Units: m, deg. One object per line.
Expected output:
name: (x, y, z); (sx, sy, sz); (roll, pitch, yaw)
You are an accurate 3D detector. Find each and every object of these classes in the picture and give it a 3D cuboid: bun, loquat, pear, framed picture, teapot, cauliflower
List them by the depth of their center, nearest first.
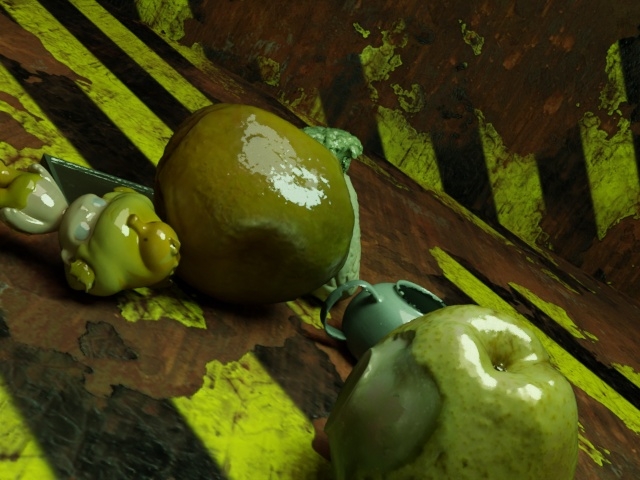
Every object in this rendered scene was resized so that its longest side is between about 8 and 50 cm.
pear: (0.139, 0.201, 0.798); (0.271, 0.271, 0.271); (28, 17, -9)
loquat: (-0.092, -0.052, 1.064); (0.283, 0.276, 0.276); (5, 22, -9)
teapot: (0.130, 0.138, 1.165); (0.294, 0.129, 0.193); (22, 18, -26)
framed picture: (-0.288, -0.053, 1.180); (0.260, 0.023, 0.189); (17, 21, -38)
bun: (0.000, 0.000, 1.274); (0.134, 0.220, 0.220); (-2, 19, 1)
cauliflower: (-0.028, -0.091, 1.494); (0.250, 0.275, 0.272); (64, -20, -11)

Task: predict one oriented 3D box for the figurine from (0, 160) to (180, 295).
figurine: (-0.281, -0.011, 0.909); (0.246, 0.131, 0.156); (29, 51, -11)
